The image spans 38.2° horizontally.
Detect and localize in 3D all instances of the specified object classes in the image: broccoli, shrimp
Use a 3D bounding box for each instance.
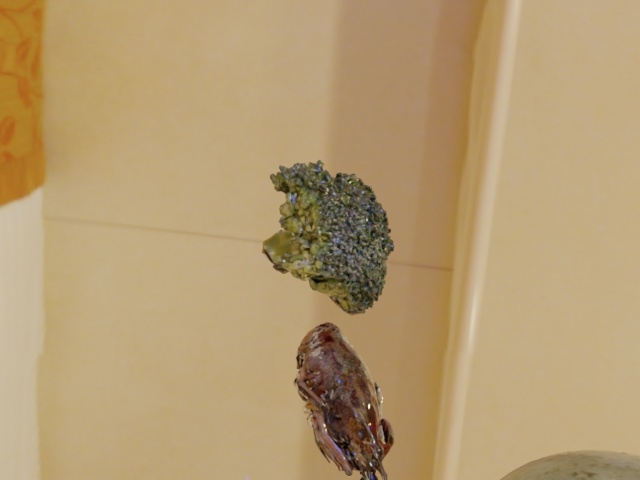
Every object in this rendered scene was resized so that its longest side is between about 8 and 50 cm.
[{"bbox_3d":[0.000,0.000,1.022,0.167,0.160,0.155,36,43,-33],"label":"broccoli"},{"bbox_3d":[0.019,0.137,0.736,0.190,0.074,0.073,-122,-148,-48],"label":"shrimp"}]

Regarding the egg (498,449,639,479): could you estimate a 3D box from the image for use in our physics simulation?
[{"bbox_3d":[0.338,0.379,1.020,0.287,0.379,0.288,1,90,-72],"label":"egg"}]
